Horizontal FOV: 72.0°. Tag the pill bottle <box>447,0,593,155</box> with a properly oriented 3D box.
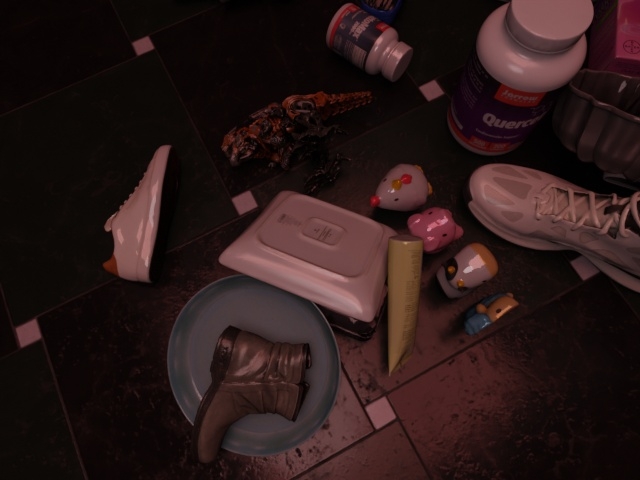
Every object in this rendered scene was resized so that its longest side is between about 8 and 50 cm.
[{"bbox_3d":[0.362,-0.309,0.829,0.181,0.323,0.182,-1,72,2],"label":"pill bottle"}]

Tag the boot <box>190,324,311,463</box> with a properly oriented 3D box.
[{"bbox_3d":[-0.110,0.271,0.722,0.161,0.083,0.247,16,95,5],"label":"boot"}]

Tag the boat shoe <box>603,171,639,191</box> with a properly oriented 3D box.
[{"bbox_3d":[0.672,-0.114,0.894,0.184,0.066,0.063,27,82,9],"label":"boat shoe"}]

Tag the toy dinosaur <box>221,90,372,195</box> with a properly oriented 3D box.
[{"bbox_3d":[-0.045,-0.238,0.920,0.322,0.164,0.218,-39,57,12],"label":"toy dinosaur"}]

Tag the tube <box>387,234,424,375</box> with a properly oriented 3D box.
[{"bbox_3d":[0.144,0.112,0.776,0.070,0.062,0.240,-3,101,-12],"label":"tube"}]

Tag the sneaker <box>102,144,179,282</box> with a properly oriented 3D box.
[{"bbox_3d":[-0.368,-0.066,0.889,0.123,0.106,0.290,8,74,2],"label":"sneaker"}]

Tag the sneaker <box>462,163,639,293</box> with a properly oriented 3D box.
[{"bbox_3d":[0.496,-0.064,0.781,0.447,0.257,0.169,25,75,10],"label":"sneaker"}]

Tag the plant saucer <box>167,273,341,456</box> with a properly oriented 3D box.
[{"bbox_3d":[-0.117,0.216,0.782,0.317,0.043,0.318,0,90,12],"label":"plant saucer"}]

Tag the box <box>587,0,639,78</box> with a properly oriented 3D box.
[{"bbox_3d":[0.730,-0.444,0.968,0.213,0.117,0.243,13,73,6],"label":"box"}]

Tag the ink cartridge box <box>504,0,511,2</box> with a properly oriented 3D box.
[{"bbox_3d":[0.496,-0.741,1.023,0.121,0.211,0.289,15,75,5],"label":"ink cartridge box"}]

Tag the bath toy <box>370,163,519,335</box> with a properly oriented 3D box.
[{"bbox_3d":[0.214,0.002,0.821,0.129,0.151,0.348,-22,69,-28],"label":"bath toy"}]

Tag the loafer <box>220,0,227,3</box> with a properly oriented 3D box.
[{"bbox_3d":[-0.218,-0.627,1.068,0.319,0.112,0.111,9,78,13],"label":"loafer"}]

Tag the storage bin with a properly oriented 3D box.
[{"bbox_3d":[0.032,0.104,0.835,0.180,0.084,0.122,21,74,7],"label":"storage bin"}]

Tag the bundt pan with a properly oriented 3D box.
[{"bbox_3d":[0.599,-0.209,0.832,0.330,0.124,0.331,7,39,-5],"label":"bundt pan"}]

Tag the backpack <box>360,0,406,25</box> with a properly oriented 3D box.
[{"bbox_3d":[0.151,-0.565,1.034,0.098,0.101,0.120,23,78,11],"label":"backpack"}]

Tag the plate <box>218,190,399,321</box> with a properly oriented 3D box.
[{"bbox_3d":[0.000,0.000,0.807,0.278,0.045,0.277,21,36,9],"label":"plate"}]

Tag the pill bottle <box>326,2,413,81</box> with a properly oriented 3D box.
[{"bbox_3d":[0.113,-0.441,0.993,0.180,0.108,0.108,37,77,12],"label":"pill bottle"}]
